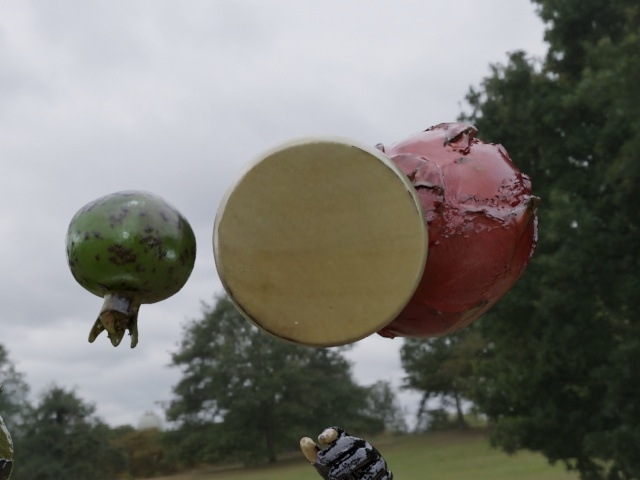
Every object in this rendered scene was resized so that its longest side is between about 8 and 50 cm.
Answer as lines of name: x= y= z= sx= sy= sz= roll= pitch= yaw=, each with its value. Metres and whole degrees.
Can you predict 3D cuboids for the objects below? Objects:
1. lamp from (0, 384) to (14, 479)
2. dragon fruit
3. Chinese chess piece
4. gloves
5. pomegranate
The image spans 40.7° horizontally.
lamp: x=-0.688 y=0.398 z=1.637 sx=0.250 sy=0.284 sz=0.250 roll=32 pitch=-18 yaw=12
dragon fruit: x=0.148 y=-0.013 z=1.208 sx=0.301 sy=0.296 sz=0.295 roll=-38 pitch=-11 yaw=-8
Chinese chess piece: x=0.000 y=0.000 z=1.007 sx=0.250 sy=0.251 sz=0.097 roll=-7 pitch=3 yaw=0
gloves: x=0.044 y=0.373 z=1.487 sx=0.106 sy=0.129 sz=0.181 roll=-37 pitch=-44 yaw=-15
pomegranate: x=-0.303 y=0.038 z=1.371 sx=0.210 sy=0.263 sz=0.211 roll=2 pitch=-23 yaw=1
